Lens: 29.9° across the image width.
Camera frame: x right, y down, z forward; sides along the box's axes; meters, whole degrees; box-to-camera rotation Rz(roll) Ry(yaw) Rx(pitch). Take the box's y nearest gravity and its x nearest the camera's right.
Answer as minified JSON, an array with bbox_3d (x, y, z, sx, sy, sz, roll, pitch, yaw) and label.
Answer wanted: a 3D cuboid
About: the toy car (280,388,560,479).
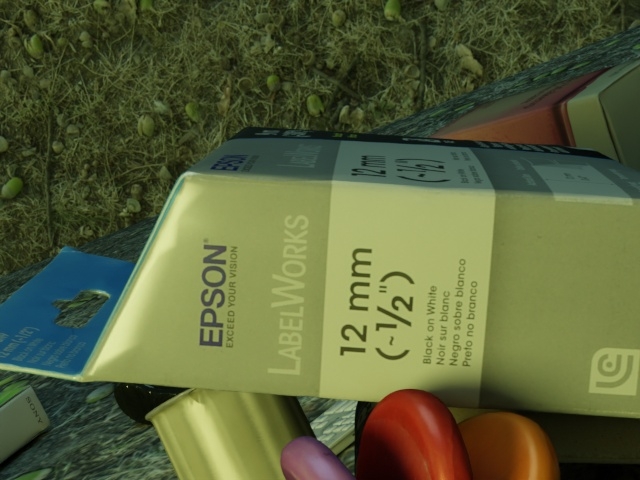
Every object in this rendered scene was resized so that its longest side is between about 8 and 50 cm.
[{"bbox_3d":[0.030,0.137,0.517,0.182,0.136,0.159,-26,25,-17],"label":"toy car"}]

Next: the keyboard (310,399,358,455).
[{"bbox_3d":[0.050,0.117,0.957,0.072,0.014,0.256,-11,16,48],"label":"keyboard"}]

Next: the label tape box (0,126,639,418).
[{"bbox_3d":[0.000,0.000,0.664,0.347,0.115,0.249,6,10,2],"label":"label tape box"}]

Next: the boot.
[{"bbox_3d":[-0.126,0.134,1.150,0.121,0.045,0.099,-4,23,40],"label":"boot"}]

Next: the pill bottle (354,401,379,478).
[{"bbox_3d":[0.059,0.121,0.744,0.078,0.078,0.137,-22,11,6],"label":"pill bottle"}]

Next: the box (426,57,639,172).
[{"bbox_3d":[0.251,-0.095,1.278,0.232,0.127,0.148,-13,14,44],"label":"box"}]

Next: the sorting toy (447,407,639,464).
[{"bbox_3d":[0.158,0.083,0.709,0.193,0.038,0.208,1,16,1],"label":"sorting toy"}]

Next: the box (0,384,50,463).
[{"bbox_3d":[-0.472,0.252,1.250,0.322,0.058,0.232,-16,13,30],"label":"box"}]

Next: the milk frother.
[{"bbox_3d":[-0.060,0.155,0.661,0.143,0.135,0.129,-24,-10,-16],"label":"milk frother"}]
